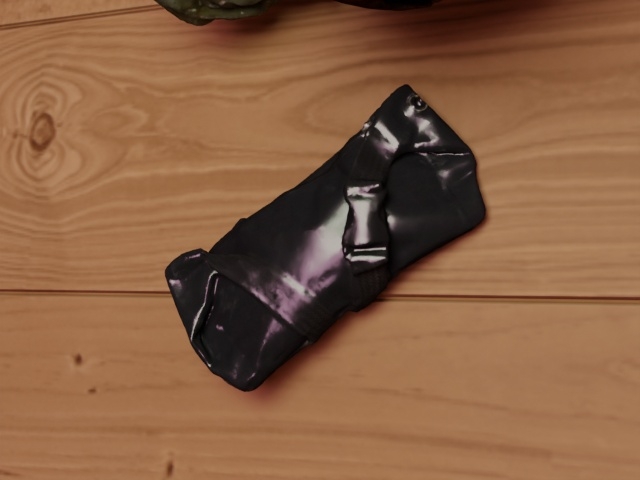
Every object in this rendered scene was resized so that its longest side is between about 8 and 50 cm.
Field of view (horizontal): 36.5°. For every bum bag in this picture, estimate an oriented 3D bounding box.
[{"bbox_3d":[0.000,0.000,0.707,0.248,0.060,0.123,-41,66,12],"label":"bum bag"}]

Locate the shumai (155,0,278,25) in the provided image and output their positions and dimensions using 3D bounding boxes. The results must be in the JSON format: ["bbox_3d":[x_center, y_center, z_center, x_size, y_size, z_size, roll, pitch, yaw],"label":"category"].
[{"bbox_3d":[-0.064,-0.254,0.715,0.142,0.184,0.184,-19,73,37],"label":"shumai"}]

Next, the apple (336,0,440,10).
[{"bbox_3d":[0.067,-0.345,0.574,0.384,0.374,0.374,-35,67,-3],"label":"apple"}]
